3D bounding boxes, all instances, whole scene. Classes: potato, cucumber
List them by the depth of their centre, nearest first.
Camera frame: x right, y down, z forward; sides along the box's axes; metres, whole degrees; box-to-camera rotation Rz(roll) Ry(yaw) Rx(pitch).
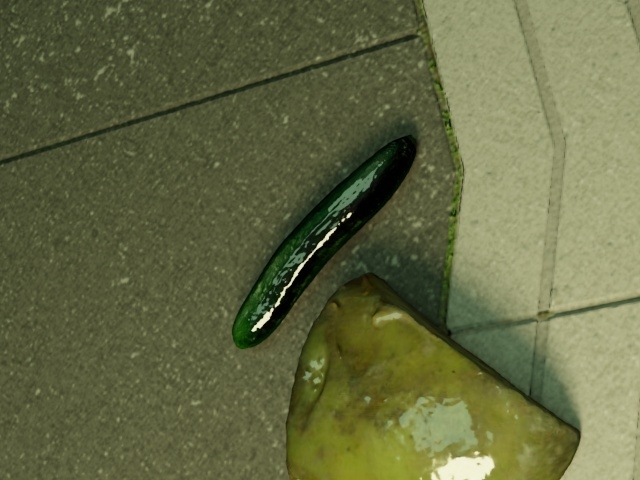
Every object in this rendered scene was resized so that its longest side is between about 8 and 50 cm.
[{"bbox_3d":[0.106,0.161,1.543,0.255,0.112,0.269,4,78,34],"label":"potato"},{"bbox_3d":[0.000,0.000,1.704,0.284,0.056,0.056,-50,54,9],"label":"cucumber"}]
